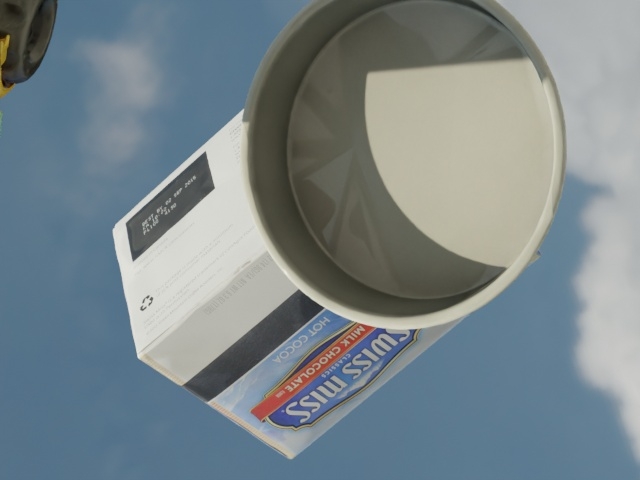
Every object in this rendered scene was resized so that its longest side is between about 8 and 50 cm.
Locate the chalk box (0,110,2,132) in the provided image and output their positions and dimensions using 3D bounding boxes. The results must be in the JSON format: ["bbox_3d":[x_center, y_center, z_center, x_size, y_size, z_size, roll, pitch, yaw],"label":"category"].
[{"bbox_3d":[-0.337,-0.042,1.450,0.132,0.132,0.213,14,-142,-5],"label":"chalk box"}]

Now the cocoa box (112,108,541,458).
[{"bbox_3d":[0.000,0.000,1.806,0.228,0.347,0.231,38,-160,-33],"label":"cocoa box"}]

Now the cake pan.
[{"bbox_3d":[0.072,-0.074,1.491,0.054,0.293,0.293,-4,-106,-63],"label":"cake pan"}]

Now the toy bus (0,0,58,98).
[{"bbox_3d":[-0.241,-0.052,0.973,0.150,0.211,0.220,13,-153,7],"label":"toy bus"}]
